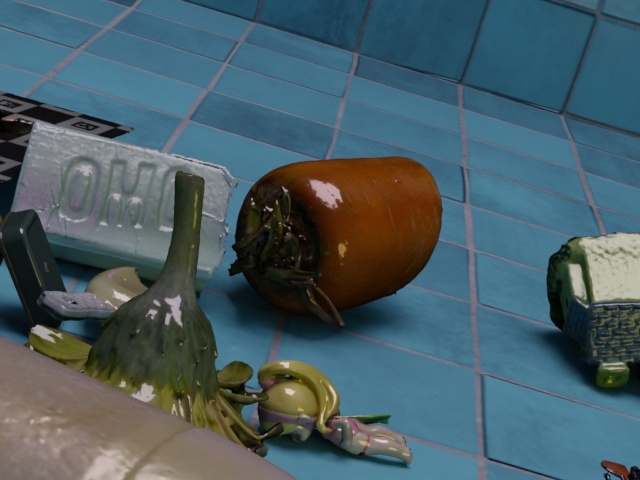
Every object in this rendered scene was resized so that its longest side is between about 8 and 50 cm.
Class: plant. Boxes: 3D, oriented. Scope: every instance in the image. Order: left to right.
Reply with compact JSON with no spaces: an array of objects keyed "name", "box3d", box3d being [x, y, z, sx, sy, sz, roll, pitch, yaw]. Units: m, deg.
[{"name":"plant","box3d":[-0.133,0.123,1.452,0.261,0.297,0.306,43,-7,-19]}]

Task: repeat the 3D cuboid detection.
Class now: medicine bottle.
[{"name":"medicine bottle","box3d":[-0.126,0.234,1.036,0.406,0.235,0.236,23,19,19]}]

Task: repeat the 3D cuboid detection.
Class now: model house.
[{"name":"model house","box3d":[0.414,0.117,2.042,0.214,0.195,0.189,0,45,-7]}]

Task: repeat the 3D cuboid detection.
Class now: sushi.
[{"name":"sushi","box3d":[-0.484,-0.132,2.075,0.343,0.064,0.359,16,19,16]}]

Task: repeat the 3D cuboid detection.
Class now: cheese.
[{"name":"cheese","box3d":[-0.231,0.070,1.680,0.127,0.049,0.235,34,10,23]}]

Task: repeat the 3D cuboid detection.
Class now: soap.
[{"name":"soap","box3d":[-0.239,-0.039,1.861,0.261,0.150,0.094,13,-16,-8]}]

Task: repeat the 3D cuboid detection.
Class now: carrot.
[{"name":"carrot","box3d":[0.000,0.000,1.921,0.193,0.214,0.331,8,7,36]}]

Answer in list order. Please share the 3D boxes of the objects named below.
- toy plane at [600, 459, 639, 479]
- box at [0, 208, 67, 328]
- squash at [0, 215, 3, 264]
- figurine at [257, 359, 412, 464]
[{"name":"toy plane","box3d":[0.358,0.289,1.595,0.130,0.061,0.189,12,18,-17]},{"name":"box","box3d":[-0.307,0.032,1.656,0.031,0.126,0.091,-16,17,5]},{"name":"squash","box3d":[-0.414,-0.005,1.625,0.170,0.170,0.123,29,9,34]},{"name":"figurine","box3d":[0.013,0.181,1.595,0.187,0.083,0.083,23,16,-15]}]
